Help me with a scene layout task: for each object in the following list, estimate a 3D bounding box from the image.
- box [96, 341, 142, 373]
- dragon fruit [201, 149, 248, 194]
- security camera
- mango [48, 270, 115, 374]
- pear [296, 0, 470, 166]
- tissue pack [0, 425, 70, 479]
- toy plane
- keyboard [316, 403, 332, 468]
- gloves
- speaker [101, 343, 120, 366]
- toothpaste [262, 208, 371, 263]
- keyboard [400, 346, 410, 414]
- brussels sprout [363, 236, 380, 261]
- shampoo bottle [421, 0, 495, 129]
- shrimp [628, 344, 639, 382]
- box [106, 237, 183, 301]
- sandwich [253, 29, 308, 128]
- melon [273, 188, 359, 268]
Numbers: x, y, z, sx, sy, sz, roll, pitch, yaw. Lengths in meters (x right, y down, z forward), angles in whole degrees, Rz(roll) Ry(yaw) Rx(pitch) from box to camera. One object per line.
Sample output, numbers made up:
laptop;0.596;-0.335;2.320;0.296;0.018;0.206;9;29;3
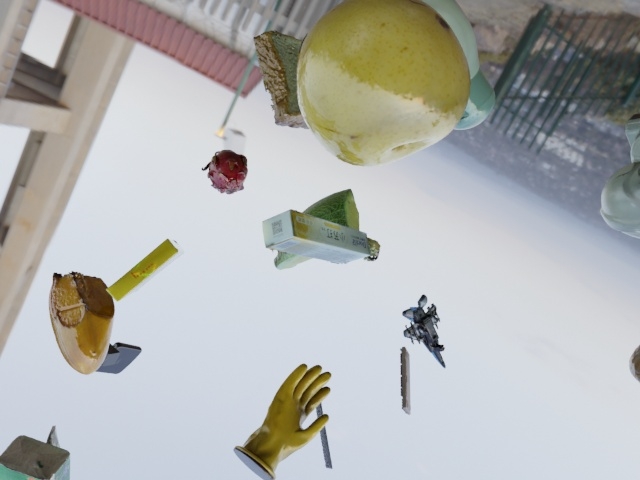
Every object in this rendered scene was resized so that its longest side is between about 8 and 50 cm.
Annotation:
box;-0.648;0.376;1.923;0.027;0.126;0.125;50;-173;28
dragon fruit;-0.282;-0.216;1.843;0.136;0.133;0.166;40;-159;-26
security camera;0.660;-0.118;1.151;0.197;0.277;0.191;52;158;-22
mango;-0.536;0.183;1.361;0.126;0.153;0.252;19;-137;-52
pear;0.114;-0.311;1.177;0.348;0.349;0.348;26;-167;-6
tissue pack;-0.723;0.602;1.554;0.147;0.209;0.156;20;-149;5
toy plane;0.348;0.304;1.919;0.169;0.078;0.247;-33;-87;-33
keyboard;0.007;0.537;1.691;0.010;0.198;0.064;-6;165;-16
gloves;-0.070;0.419;1.444;0.116;0.294;0.133;17;142;37
speaker;-0.607;0.255;1.572;0.191;0.040;0.046;34;-170;22
toothpaste;0.000;0.000;1.379;0.312;0.089;0.071;15;-121;-53
keyboard;0.217;0.357;1.542;0.055;0.017;0.166;59;-152;-49
brussels sprout;0.149;0.026;1.807;0.058;0.085;0.085;-10;169;35
shampoo bottle;0.296;-0.427;1.471;0.350;0.221;0.151;50;-134;-20
shrimp;0.726;0.262;1.250;0.053;0.133;0.236;46;-170;-7
box;-0.365;0.059;1.286;0.041;0.153;0.279;50;171;-7
sandwich;-0.069;-0.436;1.664;0.087;0.251;0.226;-17;172;30
melon;-0.030;-0.007;1.695;0.124;0.323;0.196;43;-145;-29
